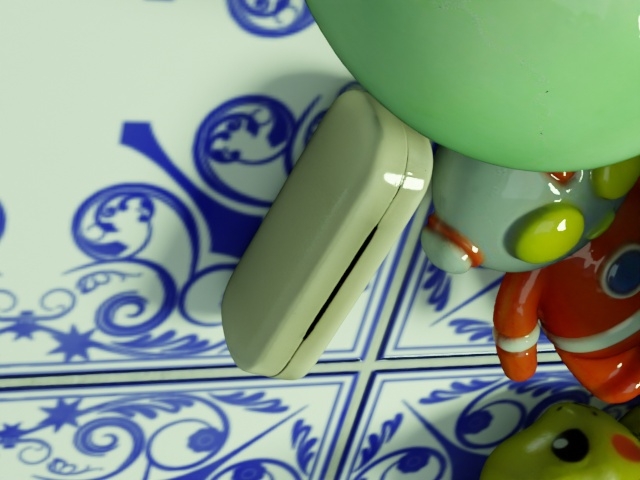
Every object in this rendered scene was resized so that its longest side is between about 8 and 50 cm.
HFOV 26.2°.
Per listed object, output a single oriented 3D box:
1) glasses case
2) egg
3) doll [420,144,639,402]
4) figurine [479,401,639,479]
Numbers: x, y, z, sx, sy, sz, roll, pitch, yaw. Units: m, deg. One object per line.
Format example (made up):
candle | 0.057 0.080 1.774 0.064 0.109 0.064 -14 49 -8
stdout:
glasses case | 0.000 0.000 0.838 0.050 0.083 0.196 11 127 -31
egg | 0.094 -0.154 0.640 0.220 0.220 0.270 -35 122 10
doll | 0.164 -0.014 0.872 0.200 0.105 0.336 -43 134 -1
figurine | 0.240 0.207 1.071 0.326 0.218 0.169 0 89 -13
